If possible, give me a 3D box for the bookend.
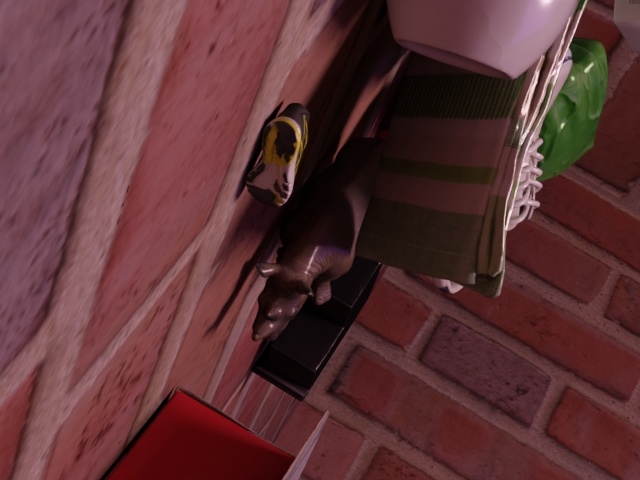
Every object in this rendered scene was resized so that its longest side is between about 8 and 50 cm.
[{"bbox_3d":[-0.003,0.081,1.661,0.157,0.072,0.156,-56,173,-22],"label":"bookend"}]

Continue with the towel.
[{"bbox_3d":[0.121,-0.129,1.096,0.248,0.038,0.324,-162,-92,-71],"label":"towel"}]

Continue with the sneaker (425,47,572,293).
[{"bbox_3d":[0.147,-0.058,1.206,0.094,0.091,0.258,-29,159,-41],"label":"sneaker"}]

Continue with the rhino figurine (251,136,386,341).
[{"bbox_3d":[0.000,0.000,1.245,0.243,0.073,0.106,-53,173,-38],"label":"rhino figurine"}]

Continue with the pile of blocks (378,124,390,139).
[{"bbox_3d":[0.116,-0.124,1.618,0.113,0.149,0.362,-16,159,-2],"label":"pile of blocks"}]

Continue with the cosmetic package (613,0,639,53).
[{"bbox_3d":[0.339,-0.329,1.109,0.155,0.197,0.365,8,89,-72],"label":"cosmetic package"}]

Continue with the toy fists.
[{"bbox_3d":[0.162,-0.105,1.406,0.279,0.096,0.142,-30,152,-18],"label":"toy fists"}]

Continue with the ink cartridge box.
[{"bbox_3d":[-0.140,0.267,1.100,0.309,0.130,0.272,-52,170,-53],"label":"ink cartridge box"}]

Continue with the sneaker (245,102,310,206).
[{"bbox_3d":[-0.023,-0.054,0.944,0.035,0.031,0.083,-56,174,-40],"label":"sneaker"}]

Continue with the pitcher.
[{"bbox_3d":[0.118,-0.214,0.961,0.178,0.125,0.207,-109,-143,-88],"label":"pitcher"}]
